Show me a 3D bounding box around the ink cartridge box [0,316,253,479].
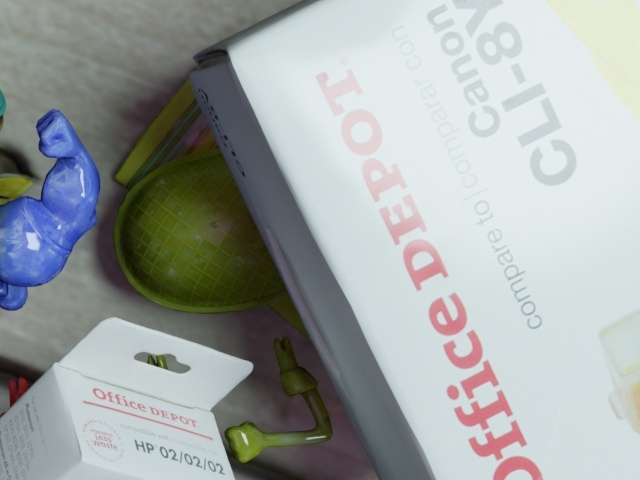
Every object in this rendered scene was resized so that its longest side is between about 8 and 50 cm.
[{"bbox_3d":[-0.116,0.126,0.776,0.104,0.061,0.181,23,122,-42],"label":"ink cartridge box"}]

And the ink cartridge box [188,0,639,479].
[{"bbox_3d":[0.168,-0.048,0.772,0.385,0.160,0.279,-27,98,-7],"label":"ink cartridge box"}]

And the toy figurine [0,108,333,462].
[{"bbox_3d":[-0.177,0.023,0.785,0.362,0.217,0.191,-5,74,5],"label":"toy figurine"}]

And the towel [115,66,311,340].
[{"bbox_3d":[0.000,0.000,0.909,0.237,0.021,0.102,40,105,-4],"label":"towel"}]

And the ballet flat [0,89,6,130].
[{"bbox_3d":[-0.267,-0.142,0.877,0.073,0.080,0.232,-30,95,23],"label":"ballet flat"}]
